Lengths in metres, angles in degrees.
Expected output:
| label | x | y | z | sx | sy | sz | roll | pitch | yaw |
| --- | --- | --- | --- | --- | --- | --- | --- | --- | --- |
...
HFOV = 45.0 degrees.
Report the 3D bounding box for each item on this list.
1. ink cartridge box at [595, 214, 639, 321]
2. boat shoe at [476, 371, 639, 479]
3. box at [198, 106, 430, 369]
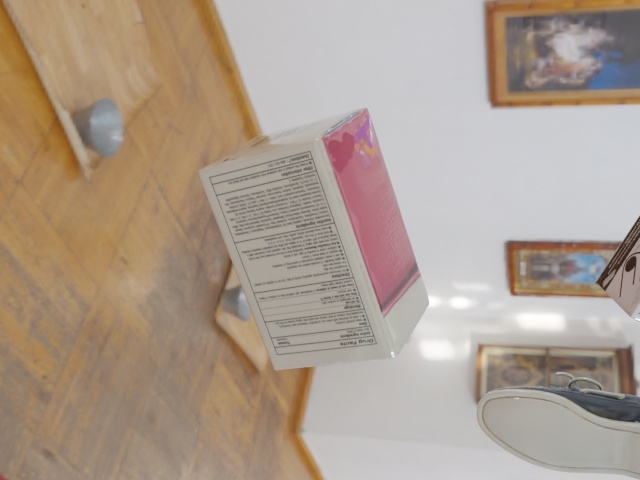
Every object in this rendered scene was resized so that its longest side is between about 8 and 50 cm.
| label | x | y | z | sx | sy | sz | roll | pitch | yaw |
| --- | --- | --- | --- | --- | --- | --- | --- | --- | --- |
| ink cartridge box | 0.348 | -0.022 | 0.728 | 0.207 | 0.046 | 0.097 | -61 | -172 | 14 |
| boat shoe | 0.309 | 0.206 | 0.876 | 0.079 | 0.254 | 0.095 | -44 | 134 | -64 |
| box | 0.000 | 0.000 | 0.803 | 0.127 | 0.148 | 0.232 | -43 | 118 | -56 |
